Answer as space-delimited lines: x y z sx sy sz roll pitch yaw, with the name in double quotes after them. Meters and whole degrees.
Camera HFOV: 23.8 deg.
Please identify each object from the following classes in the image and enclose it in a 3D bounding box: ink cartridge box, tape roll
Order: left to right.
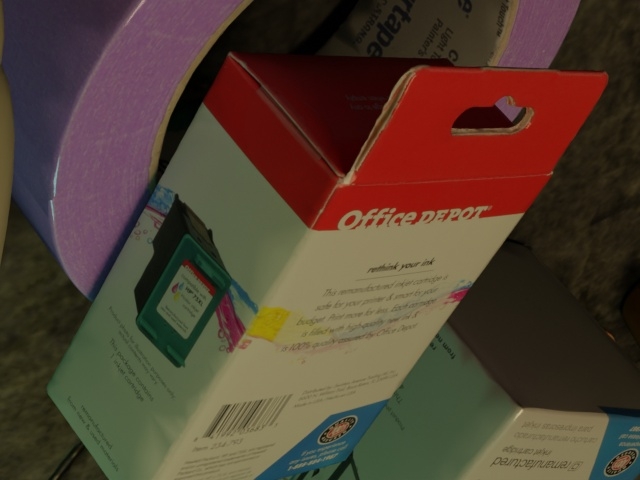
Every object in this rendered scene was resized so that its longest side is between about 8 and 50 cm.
-0.015 -0.090 0.654 0.275 0.090 0.275 -30 150 -20 "tape roll"
0.000 0.000 0.622 0.134 0.078 0.231 -5 137 -48 "ink cartridge box"
0.054 0.129 0.905 0.171 0.168 0.233 10 123 -46 "ink cartridge box"

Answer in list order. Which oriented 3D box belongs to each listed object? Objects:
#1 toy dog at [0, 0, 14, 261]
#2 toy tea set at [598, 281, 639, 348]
-0.208 -0.102 0.279 0.395 0.284 0.408 -61 172 -1 "toy dog"
0.250 0.115 1.079 0.336 0.124 0.200 -5 134 -33 "toy tea set"
